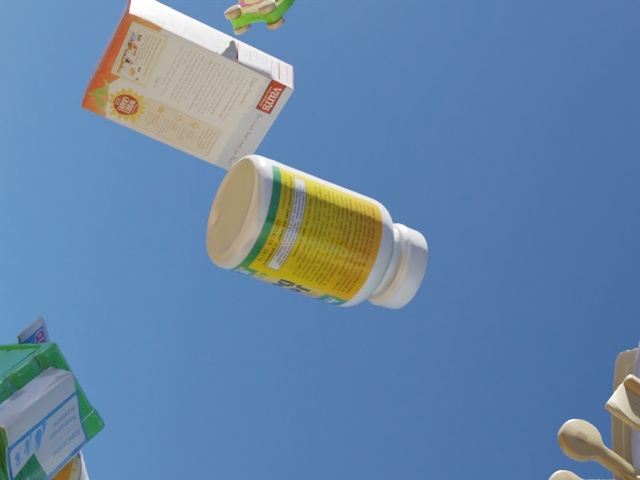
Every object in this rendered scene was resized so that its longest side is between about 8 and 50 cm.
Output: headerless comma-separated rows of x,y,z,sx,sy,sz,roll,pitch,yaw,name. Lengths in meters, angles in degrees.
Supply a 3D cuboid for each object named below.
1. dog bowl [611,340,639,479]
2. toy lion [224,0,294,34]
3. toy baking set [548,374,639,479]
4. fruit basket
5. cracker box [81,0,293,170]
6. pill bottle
0.413,0.191,1.216,0.349,0.102,0.348,4,90,-88,dog bowl
-0.070,-0.307,1.408,0.100,0.096,0.034,3,-43,43,toy lion
0.291,0.225,0.877,0.256,0.197,0.030,59,-28,31,toy baking set
-0.303,0.290,1.091,0.165,0.327,0.353,-11,-78,20,fruit basket
-0.171,-0.200,1.423,0.155,0.232,0.067,-54,-157,32,cracker box
0.000,0.000,1.113,0.117,0.208,0.117,-43,-143,44,pill bottle
